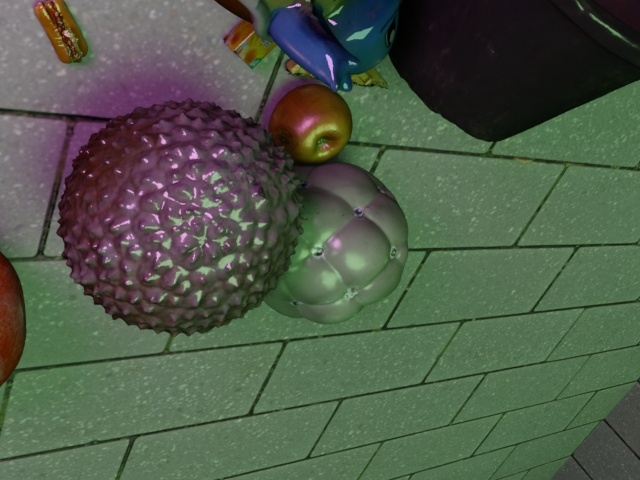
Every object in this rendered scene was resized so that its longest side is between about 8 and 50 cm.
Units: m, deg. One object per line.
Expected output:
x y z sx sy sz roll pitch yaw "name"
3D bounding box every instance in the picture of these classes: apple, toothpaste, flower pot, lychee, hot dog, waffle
-0.013 -0.157 0.984 0.114 0.102 0.099 -27 136 -15 "apple"
-0.039 -0.288 0.884 0.178 0.037 0.043 -42 140 8 "toothpaste"
0.248 -0.274 0.912 0.380 0.379 0.251 4 144 -40 "flower pot"
-0.156 -0.038 0.851 0.300 0.300 0.300 -21 139 -19 "lychee"
-0.278 -0.223 0.781 0.037 0.021 0.083 -29 140 -8 "hot dog"
0.027 -0.229 1.007 0.097 0.023 0.153 -42 142 9 "waffle"
0.000 0.000 1.053 0.195 0.246 0.246 1 129 -32 "flower pot"

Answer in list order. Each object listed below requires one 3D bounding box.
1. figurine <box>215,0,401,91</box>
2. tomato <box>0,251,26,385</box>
-0.047 -0.296 0.690 0.417 0.297 0.243 21 154 -37 "figurine"
-0.445 0.095 0.831 0.232 0.232 0.188 -38 164 2 "tomato"
